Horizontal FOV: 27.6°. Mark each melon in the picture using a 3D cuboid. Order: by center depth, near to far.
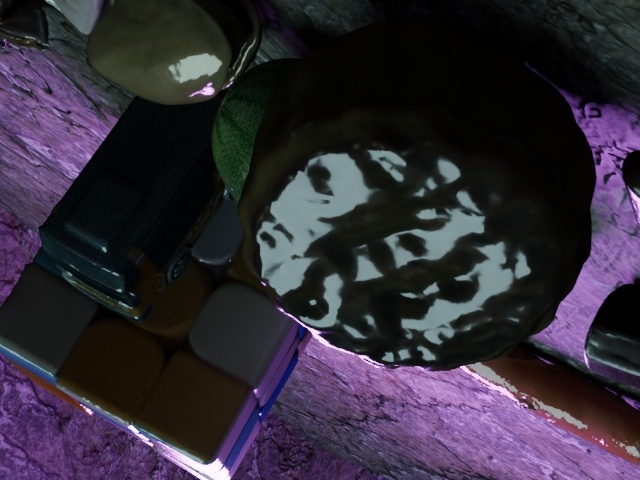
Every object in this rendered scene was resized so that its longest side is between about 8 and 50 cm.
[{"bbox_3d":[0.026,-0.058,1.257,0.288,0.182,0.182,38,165,-18],"label":"melon"}]

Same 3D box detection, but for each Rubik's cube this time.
[{"bbox_3d":[-0.201,0.104,1.799,0.344,0.347,0.346,30,167,6],"label":"Rubik's cube"}]

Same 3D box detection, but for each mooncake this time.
[{"bbox_3d":[0.078,-0.023,1.061,0.290,0.161,0.290,6,129,8],"label":"mooncake"}]

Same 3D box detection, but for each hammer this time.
[{"bbox_3d":[0.339,0.046,1.171,0.242,0.095,0.409,23,158,32],"label":"hammer"}]

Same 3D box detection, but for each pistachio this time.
[{"bbox_3d":[-0.146,-0.200,1.277,0.226,0.136,0.136,8,153,46],"label":"pistachio"}]

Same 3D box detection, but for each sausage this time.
[{"bbox_3d":[0.307,0.201,1.755,0.327,0.079,0.087,28,166,25],"label":"sausage"}]

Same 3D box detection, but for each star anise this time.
[{"bbox_3d":[-0.419,-0.308,1.632,0.172,0.063,0.208,44,166,-27],"label":"star anise"}]

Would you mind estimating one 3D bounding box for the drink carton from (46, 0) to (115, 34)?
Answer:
[{"bbox_3d":[-0.299,-0.334,1.120,0.324,0.132,0.194,33,167,-7],"label":"drink carton"}]

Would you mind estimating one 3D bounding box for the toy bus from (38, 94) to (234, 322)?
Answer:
[{"bbox_3d":[-0.203,-0.056,1.566,0.138,0.275,0.167,29,165,16],"label":"toy bus"}]
